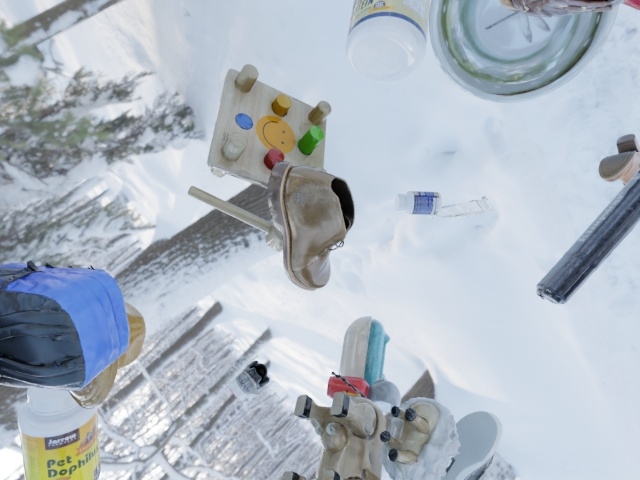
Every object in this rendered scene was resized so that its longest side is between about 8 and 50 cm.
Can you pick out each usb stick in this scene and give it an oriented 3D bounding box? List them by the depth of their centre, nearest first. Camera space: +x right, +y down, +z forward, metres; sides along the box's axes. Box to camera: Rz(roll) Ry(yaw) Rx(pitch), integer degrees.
[{"bbox_3d":[0.442,-0.013,0.653,0.045,0.278,0.077,41,-175,14],"label":"usb stick"}]

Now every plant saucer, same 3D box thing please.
[{"bbox_3d":[0.465,-0.538,0.998,0.400,0.100,0.401,18,128,24],"label":"plant saucer"}]

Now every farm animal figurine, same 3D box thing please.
[{"bbox_3d":[0.012,0.357,0.573,0.330,0.327,0.172,-4,143,46],"label":"farm animal figurine"}]

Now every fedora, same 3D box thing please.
[{"bbox_3d":[-0.303,0.132,0.588,0.194,0.079,0.195,2,94,39],"label":"fedora"}]

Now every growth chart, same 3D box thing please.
[{"bbox_3d":[0.487,-0.110,1.497,0.237,0.021,0.172,-8,164,22],"label":"growth chart"}]

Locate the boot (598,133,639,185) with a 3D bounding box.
[{"bbox_3d":[0.799,-0.166,1.094,0.073,0.197,0.152,-1,127,57],"label":"boot"}]

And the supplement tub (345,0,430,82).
[{"bbox_3d":[0.203,-0.656,1.235,0.228,0.317,0.228,8,161,3],"label":"supplement tub"}]

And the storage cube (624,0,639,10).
[{"bbox_3d":[0.531,-0.452,0.599,0.193,0.183,0.215,45,151,27],"label":"storage cube"}]

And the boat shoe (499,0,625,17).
[{"bbox_3d":[0.268,-0.251,0.397,0.073,0.206,0.073,42,151,53],"label":"boat shoe"}]

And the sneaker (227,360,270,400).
[{"bbox_3d":[-0.144,0.306,0.942,0.063,0.074,0.170,52,179,13],"label":"sneaker"}]

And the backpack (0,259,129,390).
[{"bbox_3d":[-0.222,0.063,0.357,0.120,0.101,0.098,2,112,19],"label":"backpack"}]

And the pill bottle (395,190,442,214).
[{"bbox_3d":[0.273,-0.105,1.186,0.120,0.067,0.067,1,157,-3],"label":"pill bottle"}]

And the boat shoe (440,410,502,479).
[{"bbox_3d":[0.273,0.399,0.781,0.070,0.219,0.078,14,-154,-26],"label":"boat shoe"}]

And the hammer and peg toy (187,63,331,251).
[{"bbox_3d":[-0.110,-0.178,0.889,0.265,0.362,0.127,18,151,-26],"label":"hammer and peg toy"}]

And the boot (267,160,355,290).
[{"bbox_3d":[0.000,0.000,0.725,0.115,0.112,0.305,9,145,16],"label":"boot"}]

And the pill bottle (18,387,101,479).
[{"bbox_3d":[-0.455,0.344,0.742,0.117,0.117,0.215,24,115,47],"label":"pill bottle"}]

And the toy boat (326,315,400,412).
[{"bbox_3d":[0.111,0.320,0.981,0.148,0.268,0.318,7,178,11],"label":"toy boat"}]
